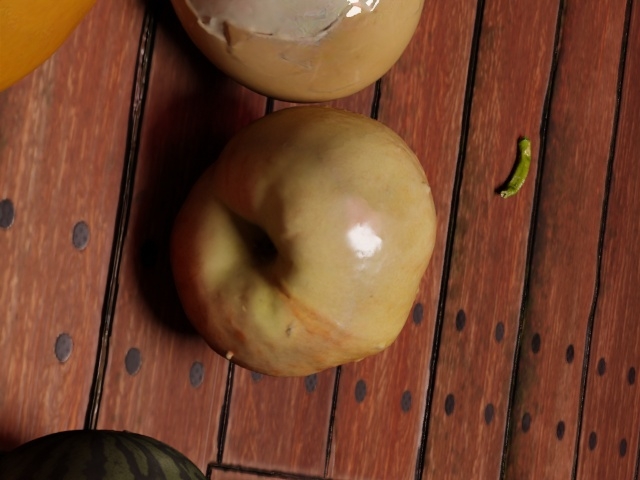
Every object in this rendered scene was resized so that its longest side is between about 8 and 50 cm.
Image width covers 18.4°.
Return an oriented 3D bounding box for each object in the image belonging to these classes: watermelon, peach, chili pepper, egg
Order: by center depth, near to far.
[{"bbox_3d":[-0.154,0.233,1.333,0.212,0.212,0.212,-7,99,-56],"label":"watermelon"},{"bbox_3d":[-0.015,-0.208,1.511,0.244,0.201,0.201,62,43,-56],"label":"egg"},{"bbox_3d":[0.000,0.000,1.538,0.232,0.232,0.232,-7,99,-56],"label":"peach"},{"bbox_3d":[0.198,-0.070,2.007,0.030,0.017,0.083,54,47,-43],"label":"chili pepper"}]

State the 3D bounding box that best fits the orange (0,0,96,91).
[{"bbox_3d":[-0.245,-0.218,1.074,0.312,0.312,0.312,-7,99,-56],"label":"orange"}]
